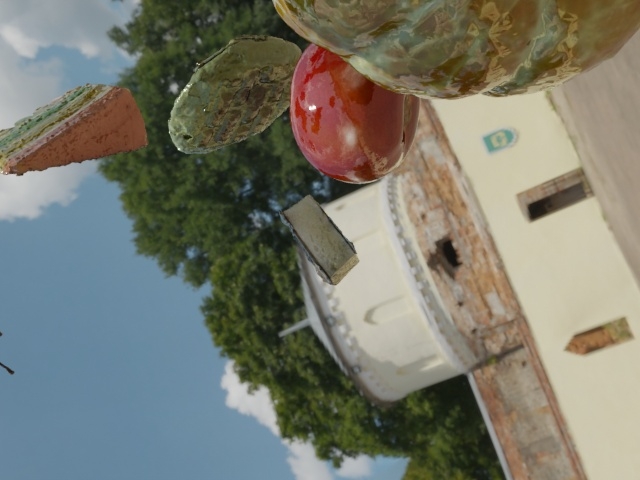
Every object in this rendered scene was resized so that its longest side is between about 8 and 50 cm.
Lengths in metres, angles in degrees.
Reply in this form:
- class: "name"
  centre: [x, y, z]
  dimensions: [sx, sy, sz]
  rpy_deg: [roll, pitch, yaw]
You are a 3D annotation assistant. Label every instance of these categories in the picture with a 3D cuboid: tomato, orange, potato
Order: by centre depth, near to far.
- class: "orange"
  centre: [0.097, -0.254, 0.471]
  dimensions: [0.329, 0.329, 0.249]
  rpy_deg: [58, 173, -26]
- class: "tomato"
  centre: [0.040, -0.160, 0.861]
  dimensions: [0.195, 0.136, 0.195]
  rpy_deg: [6, -90, -73]
- class: "potato"
  centre: [-0.001, -0.002, 1.027]
  dimensions: [0.122, 0.061, 0.086]
  rpy_deg: [53, 176, 13]

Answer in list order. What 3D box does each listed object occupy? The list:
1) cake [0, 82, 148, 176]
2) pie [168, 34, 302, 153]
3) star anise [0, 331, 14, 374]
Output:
- class: "cake"
  centre: [-0.328, -0.140, 0.914]
  dimensions: [0.225, 0.109, 0.090]
  rpy_deg: [-30, -55, -54]
- class: "pie"
  centre: [-0.157, -0.279, 1.419]
  dimensions: [0.071, 0.306, 0.306]
  rpy_deg: [52, -168, 18]
- class: "star anise"
  centre: [-0.646, 0.182, 1.394]
  dimensions: [0.190, 0.070, 0.097]
  rpy_deg: [49, -178, -13]
